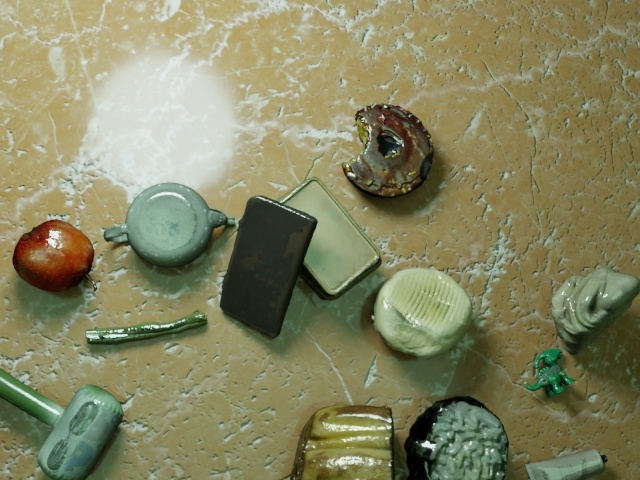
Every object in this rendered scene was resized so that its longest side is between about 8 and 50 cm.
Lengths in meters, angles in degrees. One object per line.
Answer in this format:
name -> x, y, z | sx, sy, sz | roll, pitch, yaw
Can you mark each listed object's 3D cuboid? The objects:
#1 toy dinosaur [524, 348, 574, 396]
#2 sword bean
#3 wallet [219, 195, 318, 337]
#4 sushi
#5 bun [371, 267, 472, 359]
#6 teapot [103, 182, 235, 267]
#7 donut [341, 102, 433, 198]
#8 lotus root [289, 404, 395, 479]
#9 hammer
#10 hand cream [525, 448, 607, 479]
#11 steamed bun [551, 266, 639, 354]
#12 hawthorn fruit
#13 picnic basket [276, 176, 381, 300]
toy dinosaur -> 0.538, 0.317, 1.861 | 0.132, 0.059, 0.096 | -30, 77, -20
sword bean -> -0.388, 0.198, 1.767 | 0.270, 0.038, 0.043 | -9, 106, -9
wallet -> -0.121, 0.056, 1.730 | 0.165, 0.042, 0.309 | 25, 115, 14
sushi -> 0.291, 0.519, 1.730 | 0.211, 0.171, 0.349 | 5, 80, -8
bun -> 0.227, 0.175, 1.804 | 0.230, 0.145, 0.229 | 5, 45, -5
teapot -> -0.340, -0.033, 1.771 | 0.295, 0.129, 0.193 | -10, 81, -7
donut -> 0.158, -0.208, 1.881 | 0.216, 0.096, 0.230 | 3, 79, -9
lotus root -> 0.060, 0.484, 1.654 | 0.250, 0.316, 0.315 | 6, 79, 2
hammer -> -0.601, 0.358, 1.680 | 0.336, 0.119, 0.206 | 30, 77, 6
hand cream -> 0.577, 0.534, 1.828 | 0.186, 0.054, 0.087 | -18, 79, -3
steamed bun -> 0.625, 0.142, 1.836 | 0.211, 0.218, 0.144 | -38, 65, -7
hawthorn fruit -> -0.564, 0.046, 1.713 | 0.194, 0.157, 0.157 | 36, 77, -6
picnic basket -> 0.000, 0.000, 1.799 | 0.165, 0.139, 0.266 | -40, 87, -12
